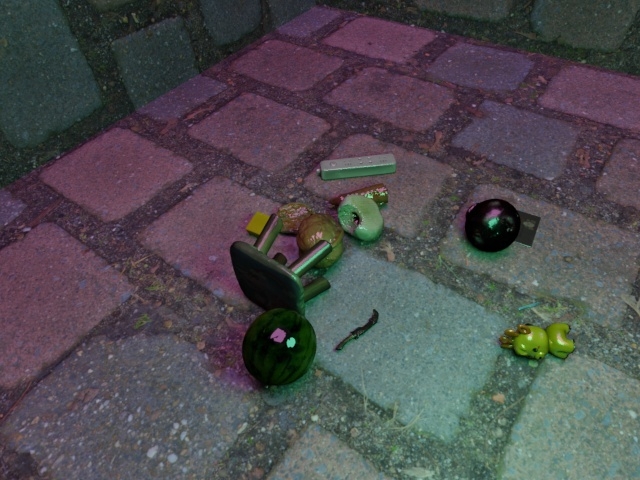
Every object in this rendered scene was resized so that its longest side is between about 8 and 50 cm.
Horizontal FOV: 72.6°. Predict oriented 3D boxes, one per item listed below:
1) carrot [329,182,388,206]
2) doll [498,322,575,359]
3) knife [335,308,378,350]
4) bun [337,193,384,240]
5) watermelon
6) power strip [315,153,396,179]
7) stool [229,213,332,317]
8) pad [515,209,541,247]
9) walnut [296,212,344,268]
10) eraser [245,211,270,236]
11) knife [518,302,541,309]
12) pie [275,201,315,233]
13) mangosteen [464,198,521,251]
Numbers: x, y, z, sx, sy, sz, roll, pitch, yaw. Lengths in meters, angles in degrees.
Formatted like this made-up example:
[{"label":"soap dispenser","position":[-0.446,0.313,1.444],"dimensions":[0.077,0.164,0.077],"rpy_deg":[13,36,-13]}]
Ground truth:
[{"label":"carrot","position":[0.168,-0.188,1.920],"dimensions":[0.262,0.102,0.102],"rpy_deg":[-10,48,-1]},{"label":"doll","position":[0.693,0.317,1.405],"dimensions":[0.220,0.143,0.136],"rpy_deg":[5,50,-1]},{"label":"knife","position":[0.136,0.317,1.514],"dimensions":[0.045,0.021,0.222],"rpy_deg":[34,54,28]},{"label":"bun","position":[0.157,-0.087,1.806],"dimensions":[0.203,0.127,0.213],"rpy_deg":[11,51,-21]},{"label":"watermelon","position":[-0.129,0.334,1.374],"dimensions":[0.242,0.243,0.243],"rpy_deg":[-2,48,2]},{"label":"power strip","position":[0.167,-0.354,2.089],"dimensions":[0.384,0.063,0.091],"rpy_deg":[-6,45,-2]},{"label":"stool","position":[-0.130,0.101,1.538],"dimensions":[0.310,0.311,0.226],"rpy_deg":[27,54,23]},{"label":"pad","position":[0.833,-0.057,1.813],"dimensions":[0.127,0.004,0.190],"rpy_deg":[21,53,21]},{"label":"walnut","position":[0.000,0.000,1.695],"dimensions":[0.197,0.198,0.245],"rpy_deg":[-3,30,1]},{"label":"eraser","position":[-0.241,-0.059,1.842],"dimensions":[0.122,0.045,0.097],"rpy_deg":[21,67,28]},{"label":"knife","position":[0.747,0.235,1.555],"dimensions":[0.090,0.005,0.014],"rpy_deg":[-15,48,-10]},{"label":"pie","position":[-0.114,-0.094,1.888],"dimensions":[0.186,0.041,0.187],"rpy_deg":[-3,49,3]},{"label":"mangosteen","position":[0.666,-0.068,1.721],"dimensions":[0.211,0.212,0.250],"rpy_deg":[-5,18,0]}]
